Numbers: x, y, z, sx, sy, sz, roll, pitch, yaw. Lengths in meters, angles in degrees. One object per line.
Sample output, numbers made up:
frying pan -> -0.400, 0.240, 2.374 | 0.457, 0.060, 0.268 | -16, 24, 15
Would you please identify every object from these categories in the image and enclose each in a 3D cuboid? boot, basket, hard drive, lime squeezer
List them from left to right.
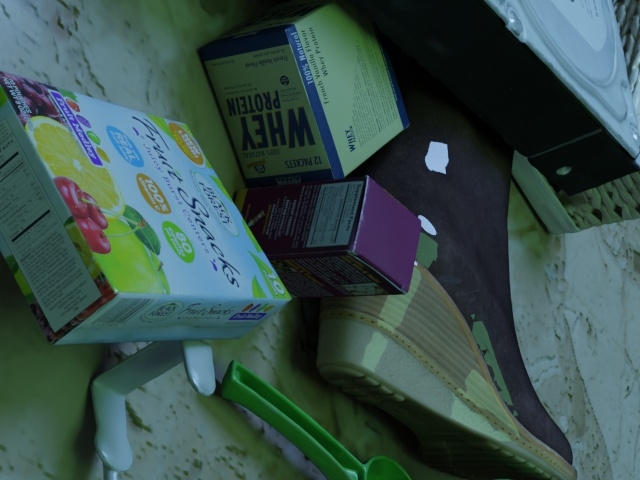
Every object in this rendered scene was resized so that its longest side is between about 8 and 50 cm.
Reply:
hard drive -> 0.081, -0.196, 0.724 | 0.339, 0.064, 0.237 | 32, 45, -47
lime squeezer -> 0.083, 0.134, 0.685 | 0.059, 0.310, 0.110 | -99, -153, -60
boot -> 0.100, 0.027, 0.753 | 0.248, 0.090, 0.207 | 39, 59, -40
basket -> 0.212, -0.102, 0.907 | 0.113, 0.103, 0.167 | 51, 49, -36

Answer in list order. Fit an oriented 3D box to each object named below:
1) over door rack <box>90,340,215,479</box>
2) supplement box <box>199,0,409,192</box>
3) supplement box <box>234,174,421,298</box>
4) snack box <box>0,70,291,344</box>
over door rack -> -0.150, 0.147, 0.410 | 0.239, 0.108, 0.324 | 37, 44, -46
supplement box -> -0.006, -0.080, 0.650 | 0.083, 0.056, 0.083 | -41, 119, -48
supplement box -> 0.000, 0.000, 0.627 | 0.055, 0.083, 0.043 | 38, 58, -46
snack box -> -0.078, -0.009, 0.502 | 0.100, 0.037, 0.141 | 59, 18, 16
